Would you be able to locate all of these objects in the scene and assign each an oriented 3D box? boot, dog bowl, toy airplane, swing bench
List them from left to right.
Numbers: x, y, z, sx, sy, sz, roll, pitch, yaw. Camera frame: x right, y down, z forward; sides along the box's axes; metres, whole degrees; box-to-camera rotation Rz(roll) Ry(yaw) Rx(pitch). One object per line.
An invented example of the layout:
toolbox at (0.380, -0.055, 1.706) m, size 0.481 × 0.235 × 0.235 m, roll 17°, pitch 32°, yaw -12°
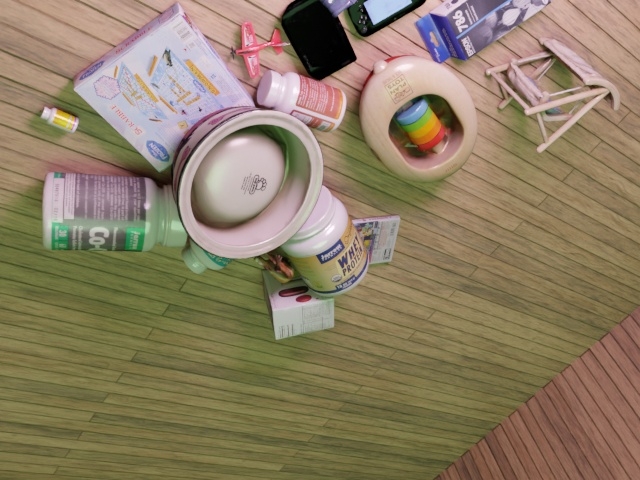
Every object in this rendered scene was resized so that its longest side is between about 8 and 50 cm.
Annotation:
dog bowl at (-0.200, -0.162, 1.636) m, size 0.407 × 0.150 × 0.408 m, roll -18°, pitch 126°, yaw -27°
toy airplane at (-0.152, -0.485, 1.583) m, size 0.151 × 0.028 × 0.151 m, roll -11°, pitch 135°, yaw -11°
boot at (0.076, -0.617, 1.489) m, size 0.190 × 0.069 × 0.086 m, roll -40°, pitch 110°, yaw 6°
swing bench at (0.643, -0.426, 1.763) m, size 0.254 × 0.253 × 0.165 m, roll -31°, pitch 134°, yaw 9°

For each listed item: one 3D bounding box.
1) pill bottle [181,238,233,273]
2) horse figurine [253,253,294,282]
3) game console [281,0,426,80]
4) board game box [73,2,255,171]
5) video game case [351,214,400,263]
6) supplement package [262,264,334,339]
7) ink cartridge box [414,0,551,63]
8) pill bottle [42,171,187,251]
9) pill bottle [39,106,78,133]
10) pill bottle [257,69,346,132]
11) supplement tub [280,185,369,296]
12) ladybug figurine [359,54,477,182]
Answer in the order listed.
pill bottle at (-0.287, -0.010, 1.889) m, size 0.264 × 0.146 × 0.146 m, roll -35°, pitch 133°, yaw 14°
horse figurine at (-0.141, 0.073, 1.968) m, size 0.174 × 0.263 × 0.066 m, roll 37°, pitch 88°, yaw -20°
game console at (0.091, -0.568, 1.585) m, size 0.361 × 0.044 × 0.213 m, roll -29°, pitch 134°, yaw 7°
board game box at (-0.381, -0.368, 1.583) m, size 0.318 × 0.066 × 0.319 m, roll -31°, pitch 134°, yaw 9°
video game case at (0.168, 0.004, 2.151) m, size 0.183 × 0.023 × 0.201 m, roll -6°, pitch 134°, yaw -14°
supplement package at (-0.076, 0.194, 2.117) m, size 0.203 × 0.194 × 0.149 m, roll -11°, pitch 133°, yaw -11°
ink cartridge box at (0.427, -0.598, 1.663) m, size 0.332 × 0.065 × 0.165 m, roll -33°, pitch 134°, yaw 13°
pill bottle at (-0.546, -0.072, 1.698) m, size 0.360 × 0.204 × 0.204 m, roll 1°, pitch 130°, yaw -20°
pill bottle at (-0.646, -0.300, 1.567) m, size 0.083 × 0.043 × 0.043 m, roll 22°, pitch 121°, yaw -34°
pill bottle at (-0.051, -0.369, 1.661) m, size 0.216 × 0.121 × 0.121 m, roll 14°, pitch 125°, yaw -29°
supplement tub at (0.000, 0.000, 1.942) m, size 0.228 × 0.228 × 0.316 m, roll -26°, pitch 135°, yaw 5°
ladybug figurine at (0.261, -0.348, 1.763) m, size 0.305 × 0.162 × 0.449 m, roll -32°, pitch 134°, yaw 11°
